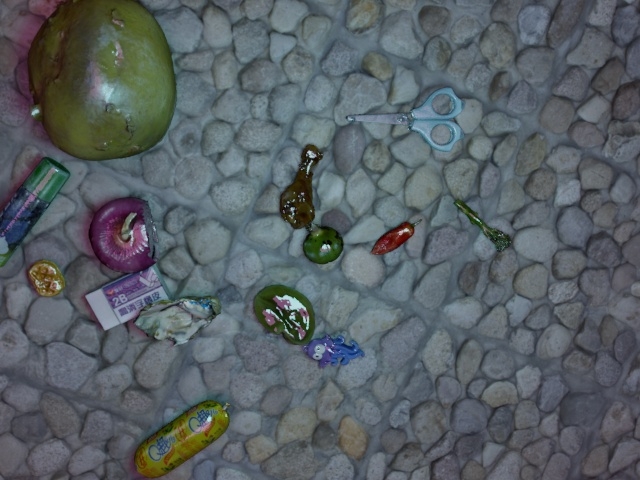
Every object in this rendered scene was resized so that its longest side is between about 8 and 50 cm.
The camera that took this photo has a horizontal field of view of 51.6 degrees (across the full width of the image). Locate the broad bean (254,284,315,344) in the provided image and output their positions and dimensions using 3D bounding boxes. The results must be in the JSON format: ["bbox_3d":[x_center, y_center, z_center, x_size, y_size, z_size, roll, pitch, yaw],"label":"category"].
[{"bbox_3d":[-0.100,0.222,1.983,0.153,0.072,0.206,-42,99,-12],"label":"broad bean"}]

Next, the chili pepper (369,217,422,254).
[{"bbox_3d":[0.230,-0.010,1.999,0.191,0.050,0.059,-34,104,11],"label":"chili pepper"}]

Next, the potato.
[{"bbox_3d":[-0.579,-0.428,1.714,0.386,0.319,0.442,1,96,-8],"label":"potato"}]

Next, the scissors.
[{"bbox_3d":[0.253,-0.360,1.962,0.360,0.029,0.191,0,94,-5],"label":"scissors"}]

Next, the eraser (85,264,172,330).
[{"bbox_3d":[-0.555,0.160,1.922,0.210,0.068,0.124,-26,104,-2],"label":"eraser"}]

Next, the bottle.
[{"bbox_3d":[-0.829,-0.080,1.843,0.093,0.093,0.330,37,92,-10],"label":"bottle"}]

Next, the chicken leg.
[{"bbox_3d":[-0.052,-0.157,1.934,0.107,0.087,0.251,16,90,-30],"label":"chicken leg"}]

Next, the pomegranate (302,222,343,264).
[{"bbox_3d":[0.000,0.000,1.931,0.122,0.122,0.161,-30,124,-2],"label":"pomegranate"}]

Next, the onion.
[{"bbox_3d":[-0.552,-0.011,1.850,0.201,0.200,0.207,-17,121,-4],"label":"onion"}]

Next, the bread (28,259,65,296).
[{"bbox_3d":[-0.784,0.109,1.901,0.083,0.044,0.110,-26,102,-6],"label":"bread"}]

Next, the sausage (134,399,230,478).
[{"bbox_3d":[-0.412,0.592,1.974,0.347,0.123,0.123,-35,101,0],"label":"sausage"}]

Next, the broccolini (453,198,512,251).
[{"bbox_3d":[0.500,-0.055,2.027,0.216,0.067,0.058,45,88,-2],"label":"broccolini"}]

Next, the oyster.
[{"bbox_3d":[-0.417,0.214,1.914,0.214,0.083,0.223,-34,142,7],"label":"oyster"}]

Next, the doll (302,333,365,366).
[{"bbox_3d":[0.043,0.336,2.022,0.206,0.067,0.109,6,107,-18],"label":"doll"}]
